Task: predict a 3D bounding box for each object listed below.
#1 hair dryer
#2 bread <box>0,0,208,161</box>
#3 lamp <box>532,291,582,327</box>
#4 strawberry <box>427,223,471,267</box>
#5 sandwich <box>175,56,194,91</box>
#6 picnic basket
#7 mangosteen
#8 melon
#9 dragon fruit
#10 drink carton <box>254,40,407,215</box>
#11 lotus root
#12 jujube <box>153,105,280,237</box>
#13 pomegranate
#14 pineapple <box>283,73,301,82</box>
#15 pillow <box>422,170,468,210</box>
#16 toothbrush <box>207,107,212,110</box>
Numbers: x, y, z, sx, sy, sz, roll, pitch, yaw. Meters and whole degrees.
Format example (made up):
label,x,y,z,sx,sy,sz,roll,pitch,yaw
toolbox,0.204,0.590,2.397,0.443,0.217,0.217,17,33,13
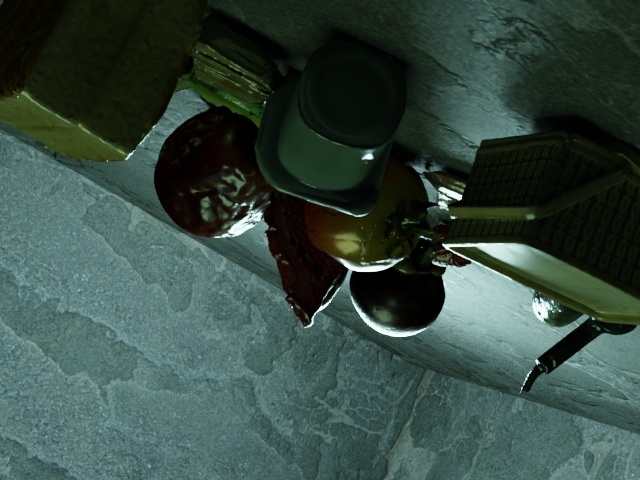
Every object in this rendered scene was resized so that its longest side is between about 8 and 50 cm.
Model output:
label,x,y,z,sx,sy,sz,roll,pitch,yaw
hair dryer,0.457,0.179,2.237,0.091,0.271,0.235,55,-175,11
bread,-0.321,-0.264,1.685,0.207,0.279,0.279,32,165,-29
lamp,0.446,0.111,2.298,0.101,0.101,0.250,24,169,2
strawberry,0.247,0.014,2.332,0.096,0.083,0.083,20,174,-31
sandwich,-0.315,-0.295,2.022,0.258,0.096,0.094,23,165,-9
picnic basket,0.350,-0.021,1.644,0.313,0.175,0.228,24,170,-23
mangosteen,0.174,0.090,2.603,0.216,0.216,0.216,24,170,4
melon,-0.114,-0.225,2.000,0.209,0.064,0.118,27,175,-2
dragon fruit,0.000,0.000,2.334,0.302,0.330,0.240,33,146,-30
drink carton,0.020,-0.157,1.665,0.191,0.185,0.189,19,166,-5
lotus root,-0.115,-0.258,1.795,0.144,0.070,0.143,29,164,-3
jujube,-0.169,-0.122,2.189,0.223,0.223,0.318,28,154,-19
pomegranate,0.082,-0.050,2.031,0.210,0.210,0.235,33,174,-40
pineapple,-0.050,-0.221,1.886,0.058,0.058,0.124,26,175,-11
pillow,0.244,-0.064,2.054,0.135,0.034,0.211,19,171,18
toothbrush,-0.128,-0.171,2.400,0.030,0.025,0.342,26,172,33
